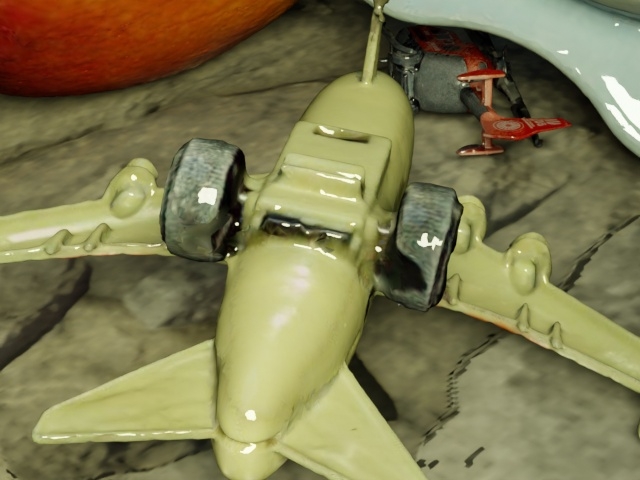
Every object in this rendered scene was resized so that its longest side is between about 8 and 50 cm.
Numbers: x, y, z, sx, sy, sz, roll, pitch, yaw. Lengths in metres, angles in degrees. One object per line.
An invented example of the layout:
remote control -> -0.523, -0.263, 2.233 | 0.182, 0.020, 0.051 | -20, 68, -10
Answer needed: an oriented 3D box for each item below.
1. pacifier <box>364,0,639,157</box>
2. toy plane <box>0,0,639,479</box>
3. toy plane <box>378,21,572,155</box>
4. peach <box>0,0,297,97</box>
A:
pacifier -> 0.146, -0.163, 0.633 | 0.299, 0.244, 0.233 | 32, 1, 11
toy plane -> 0.000, 0.000, 0.514 | 0.242, 0.104, 0.256 | 10, 41, 7
toy plane -> 0.063, -0.070, 0.660 | 0.060, 0.037, 0.145 | -6, 25, -10
peach -> -0.103, -0.195, 0.715 | 0.281, 0.238, 0.281 | -30, 13, 8
